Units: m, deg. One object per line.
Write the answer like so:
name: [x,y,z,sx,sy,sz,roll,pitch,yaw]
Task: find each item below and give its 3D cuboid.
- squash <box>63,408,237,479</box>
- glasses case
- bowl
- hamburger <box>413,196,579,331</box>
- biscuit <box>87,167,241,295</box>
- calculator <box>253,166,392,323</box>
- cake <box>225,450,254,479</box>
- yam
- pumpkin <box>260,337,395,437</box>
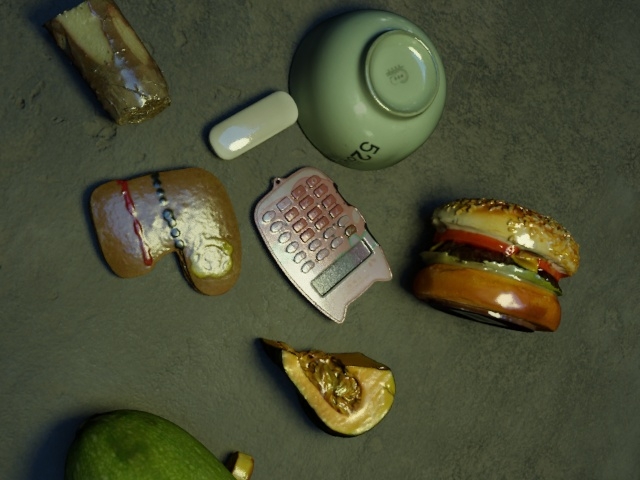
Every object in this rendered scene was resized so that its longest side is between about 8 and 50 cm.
squash: [-0.295,0.431,1.158,0.310,0.310,0.309,-24,92,-21]
glasses case: [-0.136,-0.235,1.346,0.204,0.051,0.081,-32,100,-20]
bowl: [0.129,-0.330,1.386,0.353,0.185,0.354,0,90,-23]
hamburger: [0.379,0.052,1.420,0.330,0.330,0.250,18,82,-21]
biscuit: [-0.293,-0.005,1.279,0.277,0.052,0.262,-11,93,-22]
calculator: [0.000,0.000,1.407,0.220,0.048,0.330,-39,101,-17]
cake: [-0.166,0.464,1.311,0.044,0.084,0.084,33,77,-11]
yam: [-0.383,-0.329,1.210,0.238,0.129,0.128,58,36,-12]
pumpkin: [0.029,0.272,1.364,0.190,0.139,0.281,-36,105,-15]
